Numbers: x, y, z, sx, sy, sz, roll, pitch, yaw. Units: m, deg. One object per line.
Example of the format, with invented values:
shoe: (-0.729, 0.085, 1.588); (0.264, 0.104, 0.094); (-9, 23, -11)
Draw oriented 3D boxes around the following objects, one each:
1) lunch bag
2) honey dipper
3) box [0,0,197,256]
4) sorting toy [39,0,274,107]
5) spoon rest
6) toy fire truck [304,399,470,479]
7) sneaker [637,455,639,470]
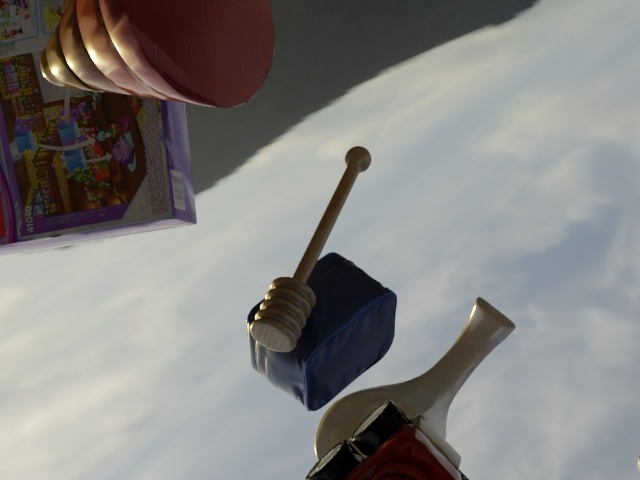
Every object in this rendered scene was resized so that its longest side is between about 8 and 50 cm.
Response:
lunch bag: (0.001, 0.054, 0.786); (0.065, 0.067, 0.098); (34, -129, 30)
honey dipper: (0.000, 0.000, 0.761); (0.030, 0.030, 0.161); (-12, -141, 41)
box: (-0.220, -0.143, 1.028); (0.201, 0.293, 0.057); (-8, 173, 16)
sorting toy: (-0.110, -0.228, 0.710); (0.126, 0.366, 0.127); (-18, 152, 35)
spoon rest: (0.108, 0.181, 1.324); (0.276, 0.137, 0.084); (-42, 163, -27)
toy fire truck: (0.035, 0.288, 1.060); (0.217, 0.158, 0.246); (-43, 180, 15)
sneaker: (0.463, 0.298, 1.276); (0.262, 0.121, 0.099); (1, 173, 42)
